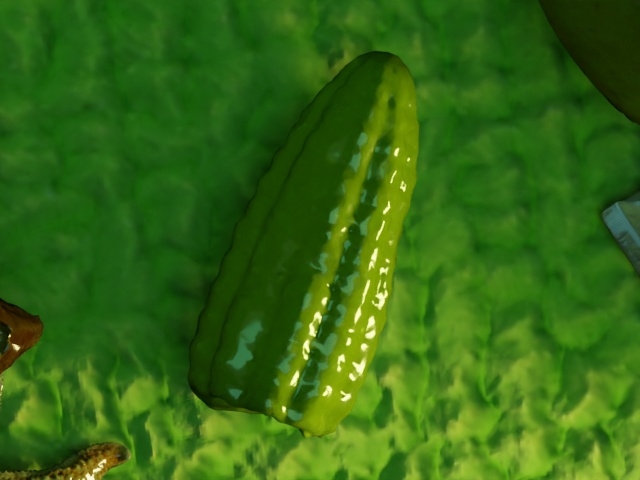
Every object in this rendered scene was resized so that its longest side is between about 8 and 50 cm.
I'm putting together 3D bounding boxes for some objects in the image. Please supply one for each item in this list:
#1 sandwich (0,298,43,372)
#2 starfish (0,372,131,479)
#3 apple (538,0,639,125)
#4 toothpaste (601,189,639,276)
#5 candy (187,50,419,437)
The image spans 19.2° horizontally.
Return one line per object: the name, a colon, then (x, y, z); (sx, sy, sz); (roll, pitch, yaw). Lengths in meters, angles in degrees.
sandwich: (-0.257, 0.106, 0.934); (0.186, 0.065, 0.214); (18, 94, 3)
starfish: (-0.210, 0.130, 0.991); (0.176, 0.053, 0.208); (33, 84, -8)
apple: (0.234, -0.158, 0.974); (0.261, 0.194, 0.261); (-3, 102, -12)
toothpaste: (0.316, -0.068, 1.085); (0.323, 0.066, 0.100); (-35, 101, -1)
candy: (0.000, 0.000, 0.994); (0.097, 0.097, 0.209); (20, 91, -17)
